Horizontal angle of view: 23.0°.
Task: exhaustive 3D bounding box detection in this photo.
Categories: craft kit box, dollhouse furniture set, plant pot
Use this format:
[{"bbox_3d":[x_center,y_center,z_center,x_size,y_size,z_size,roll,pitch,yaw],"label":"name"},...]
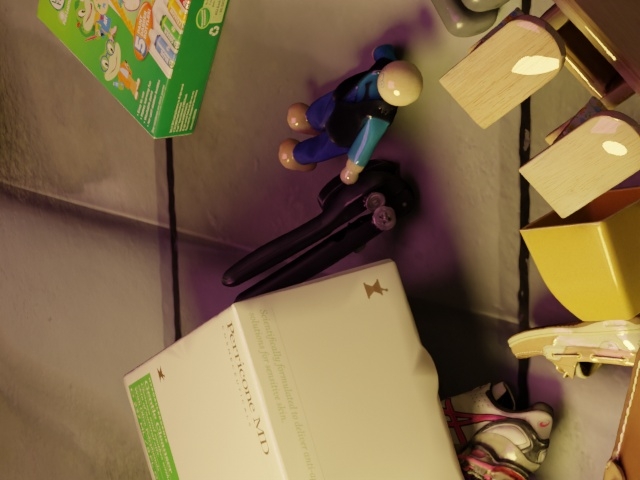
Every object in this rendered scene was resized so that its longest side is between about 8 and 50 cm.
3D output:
[{"bbox_3d":[-0.185,-0.272,1.585,0.246,0.061,0.249,47,132,36],"label":"craft kit box"},{"bbox_3d":[0.242,-0.110,0.986,0.242,0.212,0.161,47,141,-4],"label":"dollhouse furniture set"},{"bbox_3d":[0.212,0.013,1.157,0.081,0.081,0.083,-6,107,51],"label":"plant pot"}]

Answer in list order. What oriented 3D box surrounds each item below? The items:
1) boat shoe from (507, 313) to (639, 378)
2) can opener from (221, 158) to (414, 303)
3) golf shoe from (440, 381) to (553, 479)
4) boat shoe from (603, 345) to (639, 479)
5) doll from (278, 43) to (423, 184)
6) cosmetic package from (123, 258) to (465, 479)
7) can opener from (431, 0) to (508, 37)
[{"bbox_3d":[0.199,0.084,1.211,0.135,0.050,0.045,-14,84,52],"label":"boat shoe"},{"bbox_3d":[0.000,0.000,1.347,0.059,0.186,0.073,55,169,-18],"label":"can opener"},{"bbox_3d":[0.131,0.158,1.317,0.086,0.067,0.186,-57,27,-11],"label":"golf shoe"},{"bbox_3d":[0.251,0.223,1.128,0.123,0.120,0.324,14,111,49],"label":"boat shoe"},{"bbox_3d":[0.030,-0.107,1.340,0.189,0.046,0.129,-25,48,57],"label":"doll"},{"bbox_3d":[-0.037,0.160,1.378,0.365,0.155,0.196,-38,68,66],"label":"cosmetic package"},{"bbox_3d":[0.049,-0.287,1.251,0.283,0.095,0.076,64,154,17],"label":"can opener"}]
